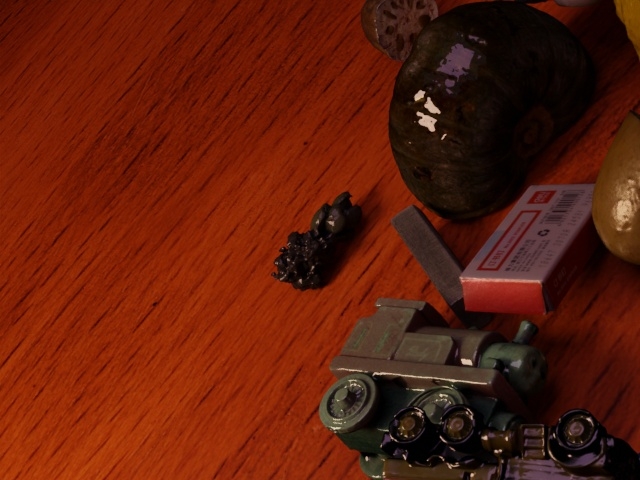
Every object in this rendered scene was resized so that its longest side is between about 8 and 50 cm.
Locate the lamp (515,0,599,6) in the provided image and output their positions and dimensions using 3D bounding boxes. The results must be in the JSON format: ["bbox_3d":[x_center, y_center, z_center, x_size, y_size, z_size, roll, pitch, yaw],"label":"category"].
[{"bbox_3d":[0.407,-0.459,1.875,0.301,0.247,0.247,-21,16,-19],"label":"lamp"}]

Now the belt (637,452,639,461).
[{"bbox_3d":[0.388,0.362,1.297,0.212,0.117,0.347,-37,42,6],"label":"belt"}]

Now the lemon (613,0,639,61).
[{"bbox_3d":[0.528,-0.326,1.666,0.316,0.285,0.285,-42,35,33],"label":"lemon"}]

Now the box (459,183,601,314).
[{"bbox_3d":[0.276,0.008,1.688,0.123,0.050,0.229,-1,34,38],"label":"box"}]

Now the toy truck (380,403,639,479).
[{"bbox_3d":[0.189,0.239,1.348,0.257,0.127,0.127,-8,58,30],"label":"toy truck"}]

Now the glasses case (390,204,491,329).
[{"bbox_3d":[0.163,0.034,1.803,0.047,0.071,0.205,-37,40,4],"label":"glasses case"}]

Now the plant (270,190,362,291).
[{"bbox_3d":[0.000,0.000,1.967,0.085,0.087,0.174,36,76,14],"label":"plant"}]

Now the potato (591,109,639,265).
[{"bbox_3d":[0.402,-0.046,1.620,0.158,0.178,0.203,-50,63,15],"label":"potato"}]

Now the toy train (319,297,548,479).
[{"bbox_3d":[0.143,0.184,1.640,0.304,0.150,0.221,3,51,43],"label":"toy train"}]

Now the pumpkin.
[{"bbox_3d":[0.208,-0.218,1.872,0.325,0.232,0.242,-50,37,-14],"label":"pumpkin"}]

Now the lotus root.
[{"bbox_3d":[0.125,-0.351,2.145,0.122,0.112,0.081,-40,25,-13],"label":"lotus root"}]
